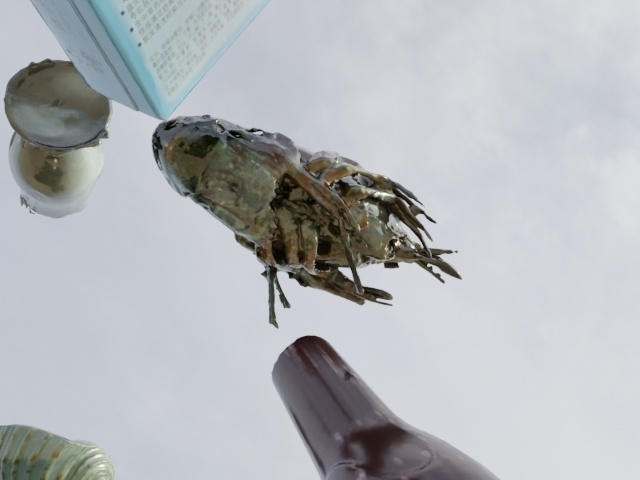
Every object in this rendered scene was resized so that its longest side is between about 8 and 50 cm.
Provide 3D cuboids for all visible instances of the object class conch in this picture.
[{"bbox_3d":[-0.318,0.270,0.833,0.153,0.102,0.135,-1,-47,6],"label":"conch"}]

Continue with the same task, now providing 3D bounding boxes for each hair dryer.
[{"bbox_3d":[0.145,0.199,0.529,0.341,0.312,0.123,16,-72,-29],"label":"hair dryer"}]

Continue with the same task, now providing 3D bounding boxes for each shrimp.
[{"bbox_3d":[-0.002,-0.001,0.704,0.372,0.137,0.172,28,-86,-19],"label":"shrimp"}]

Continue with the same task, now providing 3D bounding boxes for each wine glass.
[{"bbox_3d":[-0.274,-0.093,0.761,0.103,0.103,0.222,19,-23,-13],"label":"wine glass"}]

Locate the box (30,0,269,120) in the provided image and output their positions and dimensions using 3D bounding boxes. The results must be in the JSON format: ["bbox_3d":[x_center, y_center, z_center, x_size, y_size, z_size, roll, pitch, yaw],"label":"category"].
[{"bbox_3d":[-0.086,-0.214,0.475,0.083,0.232,0.142,29,-20,23],"label":"box"}]
